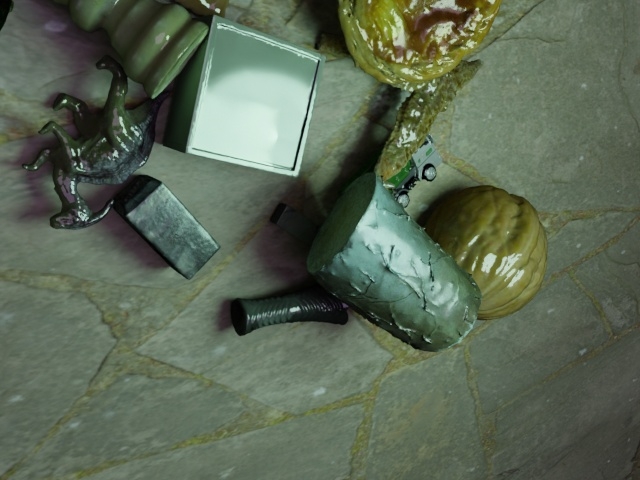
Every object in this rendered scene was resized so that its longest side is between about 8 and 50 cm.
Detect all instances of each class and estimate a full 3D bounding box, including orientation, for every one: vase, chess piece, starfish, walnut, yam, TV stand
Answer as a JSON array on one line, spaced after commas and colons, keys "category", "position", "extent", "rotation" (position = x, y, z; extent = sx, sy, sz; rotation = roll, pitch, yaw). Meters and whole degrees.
[{"category": "vase", "position": [-0.064, 0.140, 1.271], "extent": [0.237, 0.115, 0.115], "rotation": [-6, 108, -30]}, {"category": "chess piece", "position": [-0.307, -0.344, 0.896], "extent": [0.251, 0.144, 0.144], "rotation": [38, 81, -14]}, {"category": "starfish", "position": [0.174, -0.347, 1.247], "extent": [0.432, 0.082, 0.324], "rotation": [-45, 110, -18]}, {"category": "walnut", "position": [0.387, 0.025, 1.438], "extent": [0.333, 0.333, 0.333], "rotation": [-12, 111, -32]}, {"category": "yam", "position": [0.141, 0.055, 1.207], "extent": [0.348, 0.241, 0.241], "rotation": [41, 79, -21]}, {"category": "TV stand", "position": [0.000, 0.000, 1.304], "extent": [0.256, 0.040, 0.049], "rotation": [32, 86, -38]}]

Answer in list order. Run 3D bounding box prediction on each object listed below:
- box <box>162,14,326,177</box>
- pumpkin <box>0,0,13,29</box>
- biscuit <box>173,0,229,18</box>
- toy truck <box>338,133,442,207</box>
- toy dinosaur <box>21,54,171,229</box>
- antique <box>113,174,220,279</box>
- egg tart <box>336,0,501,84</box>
[{"category": "box", "position": [-0.136, -0.249, 1.078], "extent": [0.225, 0.117, 0.225], "rotation": [8, 99, -36]}, {"category": "pumpkin", "position": [-0.531, -0.334, 0.719], "extent": [0.300, 0.207, 0.300], "rotation": [-8, 102, -45]}, {"category": "biscuit", "position": [-0.188, -0.547, 0.992], "extent": [0.217, 0.044, 0.325], "rotation": [24, 90, -39]}, {"category": "toy truck", "position": [0.148, -0.140, 1.328], "extent": [0.242, 0.101, 0.125], "rotation": [-44, 122, -16]}, {"category": "toy dinosaur", "position": [-0.359, -0.157, 0.975], "extent": [0.294, 0.077, 0.162], "rotation": [-52, 128, -6]}, {"category": "antique", "position": [-0.274, -0.028, 1.070], "extent": [0.086, 0.088, 0.183], "rotation": [-47, 126, -15]}, {"category": "egg tart", "position": [0.171, -0.457, 1.103], "extent": [0.352, 0.150, 0.352], "rotation": [-15, 135, -15]}]
